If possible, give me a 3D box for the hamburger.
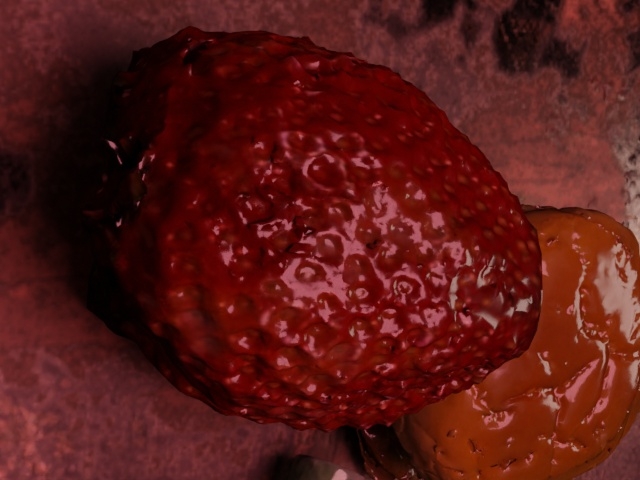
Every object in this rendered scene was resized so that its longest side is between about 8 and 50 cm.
[{"bbox_3d":[0.135,0.086,1.135,0.244,0.163,0.244,-7,101,-37],"label":"hamburger"}]

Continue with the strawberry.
[{"bbox_3d":[0.000,0.000,0.961,0.288,0.250,0.239,12,82,4],"label":"strawberry"}]

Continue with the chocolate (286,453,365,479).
[{"bbox_3d":[-0.042,0.296,1.083,0.110,0.110,0.291,28,78,-35],"label":"chocolate"}]
